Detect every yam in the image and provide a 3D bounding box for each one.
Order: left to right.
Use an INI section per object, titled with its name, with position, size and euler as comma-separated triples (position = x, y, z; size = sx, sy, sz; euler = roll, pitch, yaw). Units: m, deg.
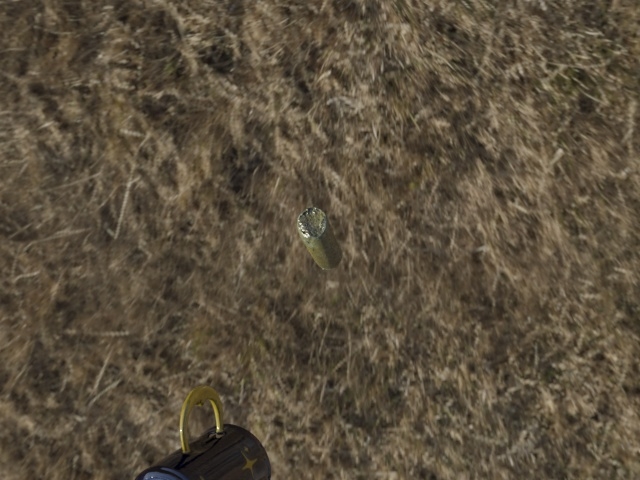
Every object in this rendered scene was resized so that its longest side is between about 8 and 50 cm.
[yam]
position = 0.000, 0.000, 1.432
size = 0.054, 0.132, 0.054
euler = -6, 62, 11

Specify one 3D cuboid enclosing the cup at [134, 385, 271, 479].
[cup]
position = -0.247, 0.429, 1.703
size = 0.178, 0.256, 0.255
euler = -30, 82, 23
